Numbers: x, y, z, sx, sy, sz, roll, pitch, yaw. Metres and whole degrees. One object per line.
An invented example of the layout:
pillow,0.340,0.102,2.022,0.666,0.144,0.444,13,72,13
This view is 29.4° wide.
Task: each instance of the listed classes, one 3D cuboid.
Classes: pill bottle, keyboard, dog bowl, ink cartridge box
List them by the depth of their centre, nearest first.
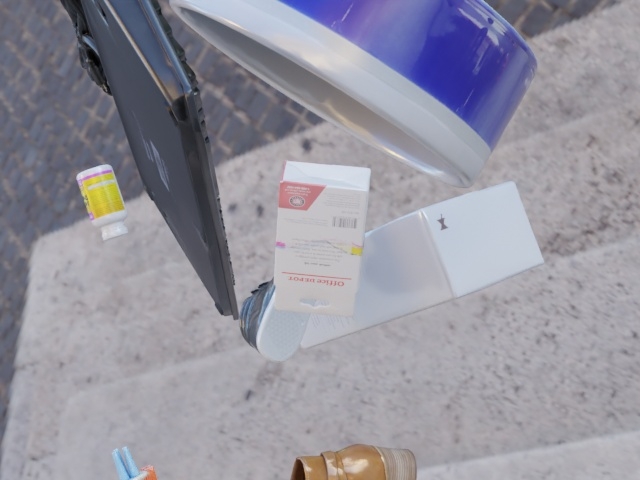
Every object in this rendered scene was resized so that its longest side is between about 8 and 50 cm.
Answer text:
keyboard,-0.099,-0.079,0.693,0.033,0.317,0.201,-30,73,-11
dog bowl,0.025,-0.150,0.914,0.265,0.265,0.104,31,90,46
pill bottle,-0.251,-0.043,1.416,0.043,0.043,0.083,-20,89,36
ink cartridge box,0.000,0.000,1.608,0.067,0.115,0.198,-81,-3,-60

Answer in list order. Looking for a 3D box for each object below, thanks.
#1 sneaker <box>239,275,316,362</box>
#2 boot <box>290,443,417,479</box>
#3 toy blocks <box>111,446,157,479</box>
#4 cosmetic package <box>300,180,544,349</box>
sneaker,-0.049,0.063,2.053,0.296,0.104,0.147,-63,22,-13
boot,0.053,0.474,1.979,0.109,0.220,0.283,5,92,58
toy blocks,-0.249,0.354,1.722,0.054,0.123,0.148,-19,93,10
cosmetic package,0.147,0.051,2.174,0.453,0.230,0.161,-25,84,53
